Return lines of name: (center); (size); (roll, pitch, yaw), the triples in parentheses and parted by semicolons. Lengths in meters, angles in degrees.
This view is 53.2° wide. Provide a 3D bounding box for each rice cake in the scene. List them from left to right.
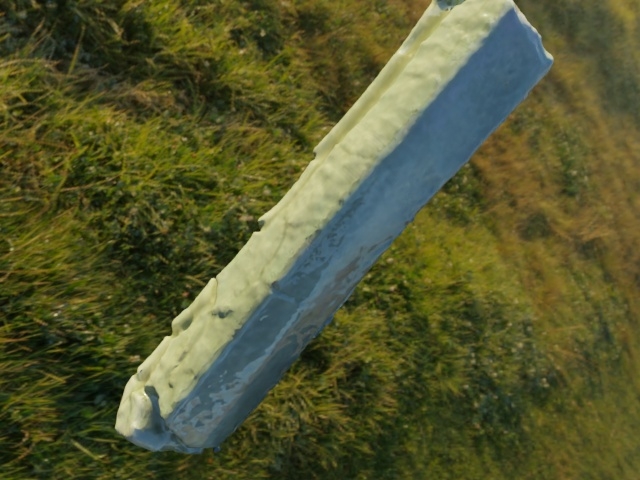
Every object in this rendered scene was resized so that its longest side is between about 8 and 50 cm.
rice cake: (0.000, 0.000, 0.377); (0.066, 0.336, 0.063); (34, 8, -41)
